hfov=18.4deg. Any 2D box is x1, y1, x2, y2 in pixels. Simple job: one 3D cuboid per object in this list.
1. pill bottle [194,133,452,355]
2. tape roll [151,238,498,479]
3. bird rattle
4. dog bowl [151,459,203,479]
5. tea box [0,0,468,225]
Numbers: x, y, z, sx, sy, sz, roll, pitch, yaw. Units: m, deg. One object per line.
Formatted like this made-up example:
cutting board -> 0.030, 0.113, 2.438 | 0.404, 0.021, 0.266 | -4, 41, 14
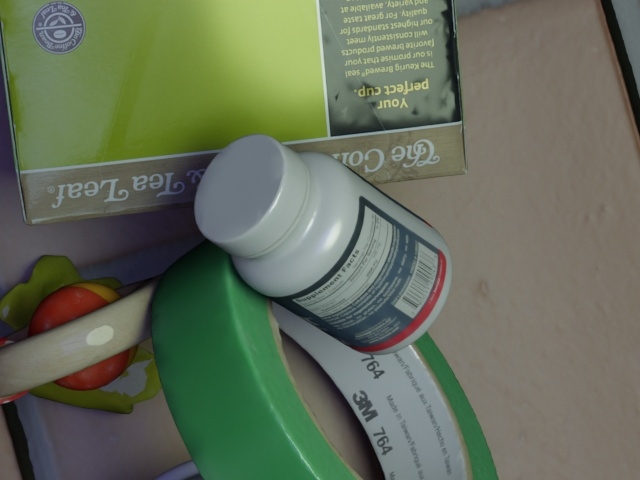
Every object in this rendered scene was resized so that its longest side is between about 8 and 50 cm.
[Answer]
pill bottle -> 0.000, 0.000, 1.374 | 0.180, 0.108, 0.108 | 34, 83, -42
tape roll -> 0.011, 0.128, 1.461 | 0.077, 0.321, 0.321 | -34, 93, 22
bird rattle -> -0.207, 0.074, 1.472 | 0.207, 0.253, 0.143 | -22, 85, 32
dog bowl -> -0.062, 0.299, 1.522 | 0.264, 0.104, 0.265 | 4, 75, -13
tea box -> -0.080, -0.199, 1.479 | 0.329, 0.220, 0.324 | -6, 101, -8
